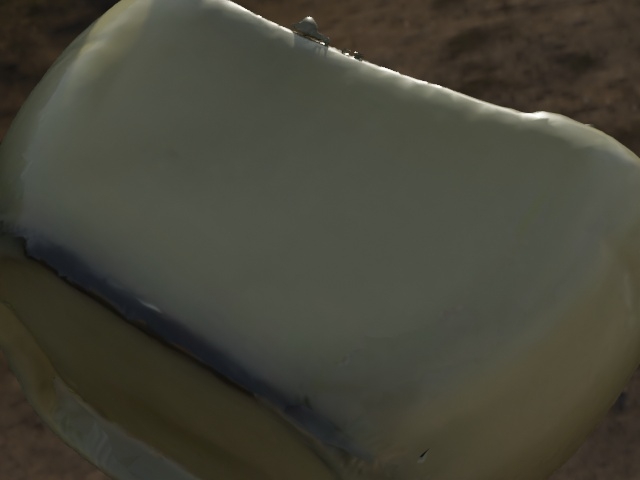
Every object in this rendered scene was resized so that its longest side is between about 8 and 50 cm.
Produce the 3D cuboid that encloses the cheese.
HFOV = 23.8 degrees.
[{"bbox_3d":[0.000,0.000,0.606,0.266,0.127,0.233,28,59,19],"label":"cheese"}]
